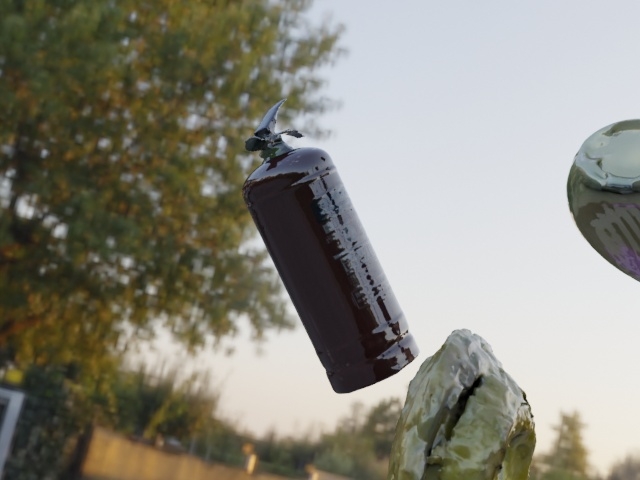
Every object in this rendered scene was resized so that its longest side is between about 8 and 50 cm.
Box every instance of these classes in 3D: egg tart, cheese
[{"bbox_3d":[0.131,0.216,0.979,0.095,0.279,0.279,9,-13,24],"label":"egg tart"},{"bbox_3d":[0.254,0.005,0.746,0.137,0.064,0.227,12,-26,45],"label":"cheese"}]

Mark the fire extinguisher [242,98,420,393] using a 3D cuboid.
[{"bbox_3d":[0.000,0.000,1.266,0.114,0.337,0.135,-23,4,28],"label":"fire extinguisher"}]
